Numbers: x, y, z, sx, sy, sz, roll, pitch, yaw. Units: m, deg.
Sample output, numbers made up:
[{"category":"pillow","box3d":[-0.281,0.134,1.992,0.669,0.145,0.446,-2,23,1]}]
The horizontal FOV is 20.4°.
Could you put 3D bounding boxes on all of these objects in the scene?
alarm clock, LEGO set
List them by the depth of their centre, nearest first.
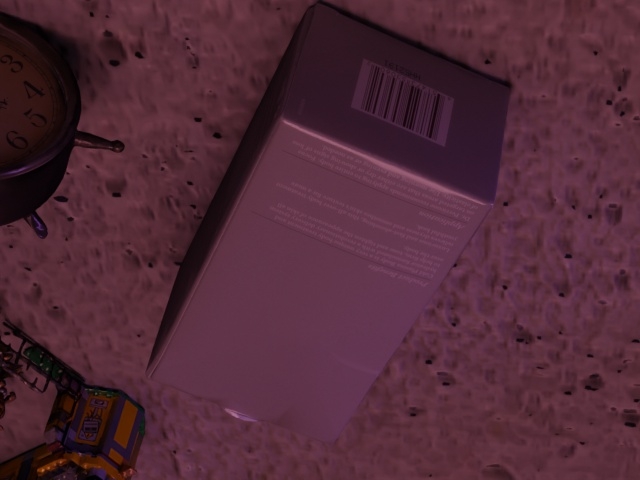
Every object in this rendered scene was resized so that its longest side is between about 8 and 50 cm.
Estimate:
[{"category":"alarm clock","box3d":[-0.213,-0.076,0.966,0.192,0.129,0.064,40,139,12]},{"category":"LEGO set","box3d":[-0.286,0.149,1.147,0.255,0.192,0.331,-19,127,28]}]

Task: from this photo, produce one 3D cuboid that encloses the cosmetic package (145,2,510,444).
[{"category":"cosmetic package","box3d":[0.000,0.000,1.005,0.127,0.107,0.238,22,137,-10]}]
